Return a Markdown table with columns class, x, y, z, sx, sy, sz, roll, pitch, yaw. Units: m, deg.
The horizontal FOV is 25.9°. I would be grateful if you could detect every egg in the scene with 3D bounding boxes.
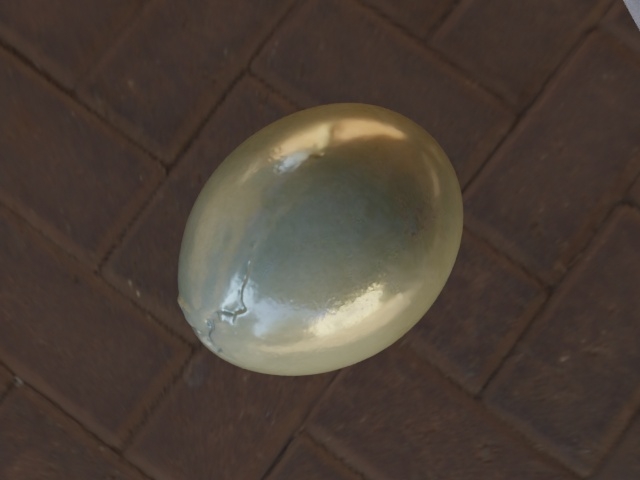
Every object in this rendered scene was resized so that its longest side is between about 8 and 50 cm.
| class | x | y | z | sx | sy | sz | roll | pitch | yaw |
| --- | --- | --- | --- | --- | --- | --- | --- | --- | --- |
| egg | 0.000 | 0.000 | 0.632 | 0.152 | 0.114 | 0.114 | -36 | 83 | -34 |

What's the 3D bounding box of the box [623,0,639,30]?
| class | x | y | z | sx | sy | sz | roll | pitch | yaw |
| --- | --- | --- | --- | --- | --- | --- | --- | --- | --- |
| box | 0.218 | -0.107 | 0.601 | 0.154 | 0.040 | 0.084 | -31 | 98 | -10 |
